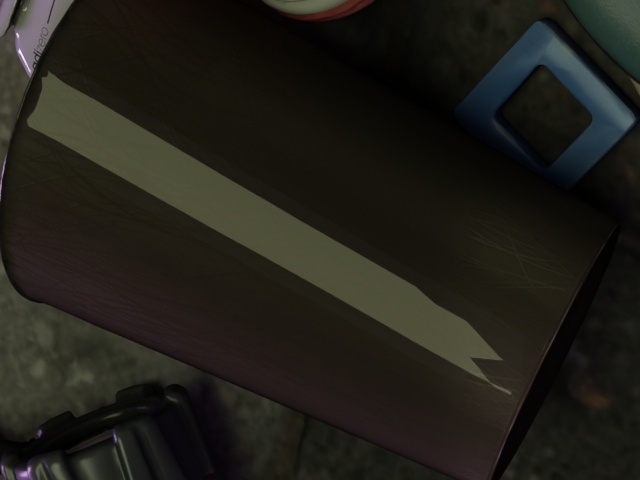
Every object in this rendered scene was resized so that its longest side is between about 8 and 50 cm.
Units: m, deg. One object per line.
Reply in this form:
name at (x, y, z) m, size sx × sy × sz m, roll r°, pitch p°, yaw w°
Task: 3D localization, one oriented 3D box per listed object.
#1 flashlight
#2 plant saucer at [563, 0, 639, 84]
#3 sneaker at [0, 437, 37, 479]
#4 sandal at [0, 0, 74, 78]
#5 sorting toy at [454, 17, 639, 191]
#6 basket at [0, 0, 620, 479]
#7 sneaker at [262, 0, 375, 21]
flashlight at (-0.062, 0.228, 0.881) m, size 0.103 × 0.103 × 0.304 m, roll -21°, pitch 100°, yaw -7°
plant saucer at (0.191, -0.187, 0.596) m, size 0.317 × 0.043 × 0.318 m, roll -2°, pitch 86°, yaw 37°
sneaker at (-0.201, 0.140, 0.949) m, size 0.170 × 0.063 × 0.075 m, roll -10°, pitch 79°, yaw 42°
sandal at (-0.115, -0.095, 0.810) m, size 0.076 × 0.102 × 0.265 m, roll 27°, pitch 117°, yaw 16°
sorting toy at (0.175, -0.140, 0.674) m, size 0.347 × 0.047 × 0.196 m, roll -31°, pitch 89°, yaw 31°
basket at (0.000, 0.000, 0.745) m, size 0.227 × 0.154 × 0.204 m, roll 26°, pitch 154°, yaw 13°
sneaker at (-0.023, -0.247, 0.685) m, size 0.116 × 0.136 × 0.314 m, roll -4°, pitch 92°, yaw 28°
